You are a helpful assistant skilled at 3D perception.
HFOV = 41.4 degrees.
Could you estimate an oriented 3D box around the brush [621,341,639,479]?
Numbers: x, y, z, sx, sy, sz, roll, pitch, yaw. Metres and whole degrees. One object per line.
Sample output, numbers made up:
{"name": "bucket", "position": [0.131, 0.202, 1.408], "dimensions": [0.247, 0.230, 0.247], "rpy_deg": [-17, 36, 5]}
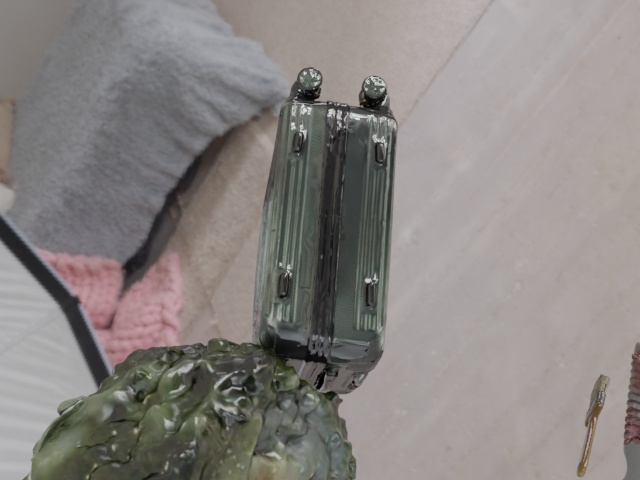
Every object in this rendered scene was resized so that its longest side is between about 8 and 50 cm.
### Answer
{"name": "brush", "position": [0.427, 0.297, 1.123], "dimensions": [0.060, 0.050, 0.321], "rpy_deg": [9, 102, 37]}

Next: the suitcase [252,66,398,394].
{"name": "suitcase", "position": [0.000, 0.000, 0.883], "dimensions": [0.202, 0.128, 0.312], "rpy_deg": [108, 167, -68]}

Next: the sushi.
{"name": "sushi", "position": [-0.115, 0.253, 0.701], "dimensions": [0.178, 0.294, 0.352], "rpy_deg": [5, 47, 31]}

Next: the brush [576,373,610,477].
{"name": "brush", "position": [0.314, 0.216, 0.982], "dimensions": [0.170, 0.014, 0.043], "rpy_deg": [-47, -26, -54]}
